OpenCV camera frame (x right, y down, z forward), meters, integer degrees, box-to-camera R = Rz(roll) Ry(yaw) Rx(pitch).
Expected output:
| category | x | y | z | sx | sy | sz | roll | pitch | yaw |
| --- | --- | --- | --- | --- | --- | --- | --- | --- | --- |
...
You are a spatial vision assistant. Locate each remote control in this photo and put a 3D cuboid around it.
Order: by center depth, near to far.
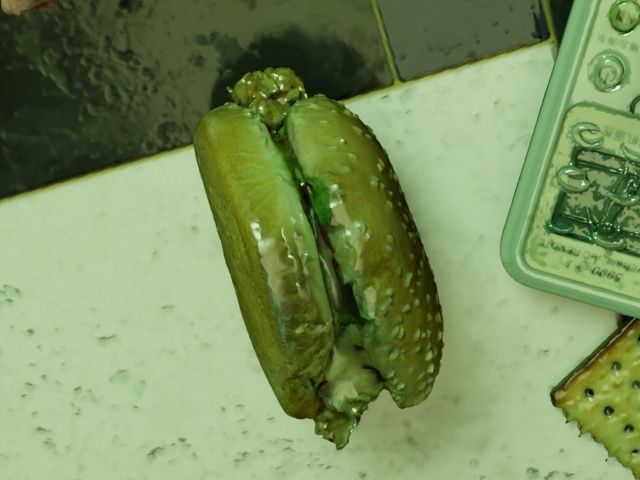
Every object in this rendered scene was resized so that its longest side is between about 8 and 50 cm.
| category | x | y | z | sx | sy | sz | roll | pitch | yaw |
| --- | --- | --- | --- | --- | --- | --- | --- | --- | --- |
| remote control | 0.212 | -0.117 | 0.749 | 0.128 | 0.065 | 0.335 | 16 | 111 | 4 |

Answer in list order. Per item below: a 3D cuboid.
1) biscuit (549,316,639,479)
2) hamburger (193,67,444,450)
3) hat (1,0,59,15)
| category | x | y | z | sx | sy | sz | roll | pitch | yaw |
| --- | --- | --- | --- | --- | --- | --- | --- | --- | --- |
| biscuit | 0.286 | 0.139 | 0.875 | 0.231 | 0.016 | 0.139 | 39 | 107 | -13 |
| hamburger | 0.000 | 0.000 | 0.742 | 0.122 | 0.189 | 0.215 | -19 | 108 | -2 |
| hat | -0.119 | -0.263 | 0.620 | 0.236 | 0.107 | 0.286 | -37 | 140 | -7 |
